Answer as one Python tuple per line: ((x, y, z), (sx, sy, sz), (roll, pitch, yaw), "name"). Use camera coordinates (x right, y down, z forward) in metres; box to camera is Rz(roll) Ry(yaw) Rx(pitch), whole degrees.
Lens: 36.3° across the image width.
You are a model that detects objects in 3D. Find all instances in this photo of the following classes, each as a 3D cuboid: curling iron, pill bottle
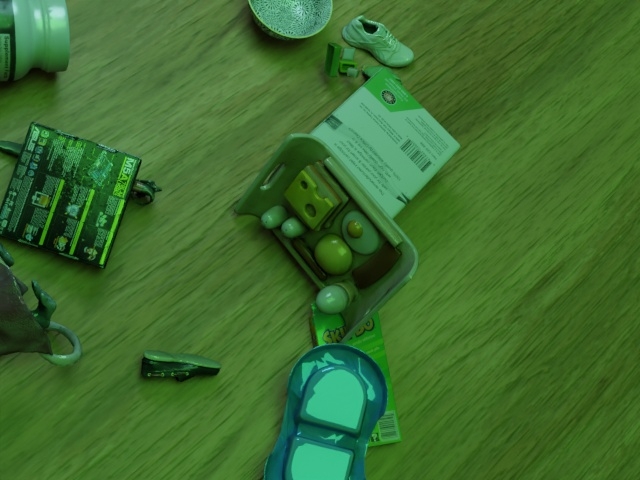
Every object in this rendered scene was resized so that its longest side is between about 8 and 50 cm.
((-0.398, -0.112, 1.613), (0.274, 0.068, 0.035), (17, 68, -10), "curling iron")
((-0.553, -0.334, 1.565), (0.278, 0.162, 0.162), (-6, 75, -23), "pill bottle")

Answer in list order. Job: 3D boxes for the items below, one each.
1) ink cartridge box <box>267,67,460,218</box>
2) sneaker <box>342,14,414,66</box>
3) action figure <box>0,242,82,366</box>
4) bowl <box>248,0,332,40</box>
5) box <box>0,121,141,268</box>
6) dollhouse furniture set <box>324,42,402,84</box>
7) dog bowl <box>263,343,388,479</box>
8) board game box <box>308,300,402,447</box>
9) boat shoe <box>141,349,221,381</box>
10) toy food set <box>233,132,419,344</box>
((0.078, -0.138, 1.770), (0.211, 0.121, 0.289), (46, 63, -1), "ink cartridge box")
((0.119, -0.387, 1.907), (0.152, 0.061, 0.054), (23, 64, -15), "sneaker")
((-0.585, 0.149, 1.414), (0.370, 0.248, 0.276), (-41, 133, -16), "action figure")
((-0.069, -0.439, 1.838), (0.170, 0.080, 0.170), (7, 70, -20), "bowl")
((-0.402, -0.072, 1.561), (0.184, 0.045, 0.191), (18, 85, -9), "box")
((0.083, -0.339, 1.858), (0.151, 0.076, 0.058), (1, 114, -23), "dollhouse furniture set")
((0.008, 0.318, 1.587), (0.166, 0.074, 0.297), (15, 74, 0), "dog bowl")
((0.058, 0.227, 1.686), (0.124, 0.039, 0.259), (-4, 77, -22), "board game box")
((-0.225, 0.206, 1.579), (0.133, 0.049, 0.042), (9, 97, -26), "boat shoe")
((0.000, 0.000, 1.609), (0.306, 0.220, 0.092), (50, 43, 10), "toy food set")
